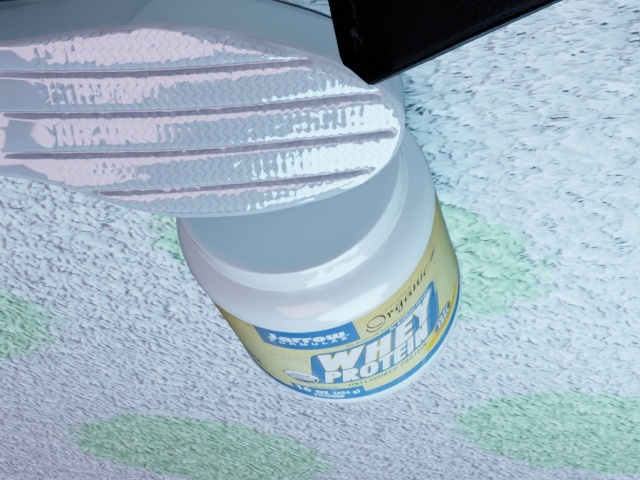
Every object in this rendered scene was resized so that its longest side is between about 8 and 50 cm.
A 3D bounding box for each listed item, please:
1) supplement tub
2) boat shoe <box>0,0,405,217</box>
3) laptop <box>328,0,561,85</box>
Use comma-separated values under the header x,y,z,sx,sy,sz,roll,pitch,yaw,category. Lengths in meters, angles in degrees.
x,y,z,sx,sy,sz,roll,pitch,yaw,category
0.000,0.000,0.935,0.144,0.144,0.199,2,158,13,supplement tub
-0.125,-0.094,0.790,0.335,0.119,0.121,4,133,0,boat shoe
0.102,-0.179,0.346,0.264,0.234,0.136,-12,178,8,laptop
